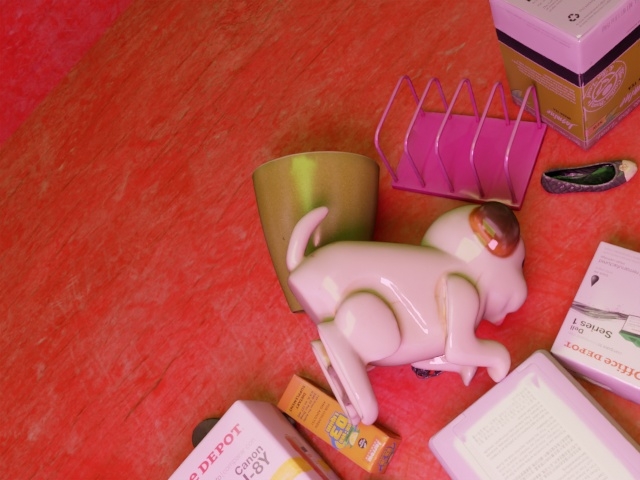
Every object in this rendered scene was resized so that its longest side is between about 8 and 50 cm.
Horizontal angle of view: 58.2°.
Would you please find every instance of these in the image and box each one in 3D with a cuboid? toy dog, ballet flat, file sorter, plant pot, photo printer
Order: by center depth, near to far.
[{"bbox_3d":[0.353,0.359,0.867,0.256,0.107,0.308,-41,55,2],"label":"photo printer"},{"bbox_3d":[0.171,0.090,1.009,0.407,0.285,0.396,-23,66,-11],"label":"toy dog"},{"bbox_3d":[0.518,-0.124,1.112,0.173,0.049,0.058,-10,62,22],"label":"ballet flat"},{"bbox_3d":[-0.157,0.396,1.186,0.249,0.058,0.084,-18,76,24],"label":"ballet flat"},{"bbox_3d":[0.287,-0.216,1.193,0.290,0.182,0.202,14,72,31],"label":"file sorter"},{"bbox_3d":[0.000,0.000,1.201,0.274,0.274,0.294,-9,77,22],"label":"plant pot"}]

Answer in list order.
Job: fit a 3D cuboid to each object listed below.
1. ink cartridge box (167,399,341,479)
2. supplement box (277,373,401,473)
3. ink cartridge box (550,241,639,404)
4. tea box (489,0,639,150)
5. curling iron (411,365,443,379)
[{"bbox_3d":[-0.085,0.509,0.985,0.384,0.160,0.279,41,88,26],"label":"ink cartridge box"},{"bbox_3d":[0.033,0.347,1.096,0.233,0.080,0.078,25,80,31],"label":"supplement box"},{"bbox_3d":[0.505,0.136,0.959,0.160,0.092,0.220,22,76,34],"label":"ink cartridge box"},{"bbox_3d":[0.535,-0.415,1.085,0.329,0.323,0.220,-42,54,2],"label":"tea box"},{"bbox_3d":[0.224,0.140,1.133,0.068,0.035,0.274,3,66,17],"label":"curling iron"}]
